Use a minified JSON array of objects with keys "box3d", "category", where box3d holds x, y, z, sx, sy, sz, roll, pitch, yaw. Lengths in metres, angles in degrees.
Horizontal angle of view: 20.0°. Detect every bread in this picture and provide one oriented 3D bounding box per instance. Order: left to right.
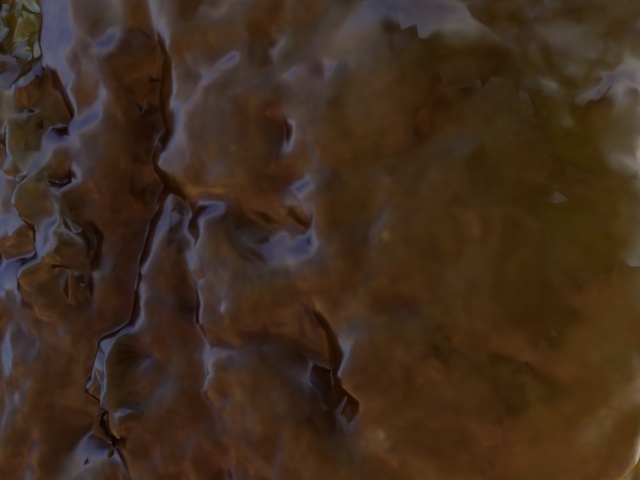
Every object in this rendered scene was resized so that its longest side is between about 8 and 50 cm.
[{"box3d":[-0.005,-0.001,0.586,0.312,0.172,0.312,-1,-91,36],"category":"bread"}]
